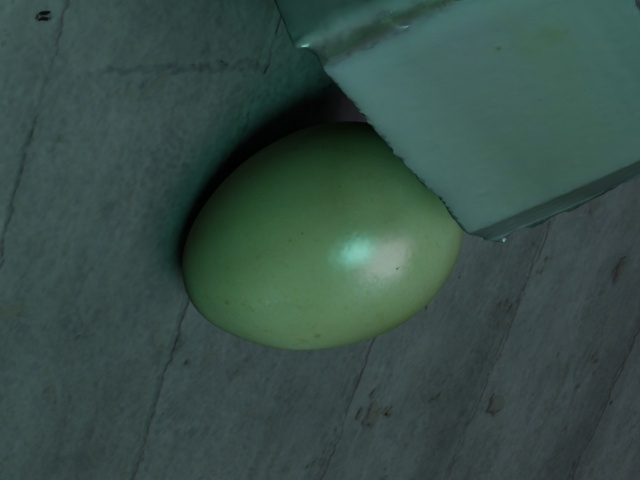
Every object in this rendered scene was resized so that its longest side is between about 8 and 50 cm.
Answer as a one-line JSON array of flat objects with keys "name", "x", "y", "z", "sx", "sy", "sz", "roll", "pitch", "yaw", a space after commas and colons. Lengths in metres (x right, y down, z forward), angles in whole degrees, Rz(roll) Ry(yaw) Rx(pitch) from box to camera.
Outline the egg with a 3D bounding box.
[{"name": "egg", "x": 0.000, "y": 0.000, "z": 1.574, "sx": 0.254, "sy": 0.188, "sz": 0.188, "roll": -21, "pitch": 148, "yaw": 17}]

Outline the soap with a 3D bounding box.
[{"name": "soap", "x": 0.117, "y": -0.199, "z": 1.380, "sx": 0.213, "sy": 0.350, "sz": 0.435, "roll": -28, "pitch": 149, "yaw": 12}]
